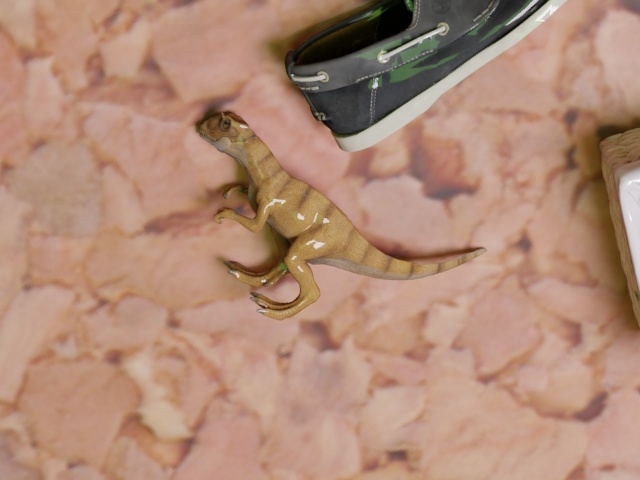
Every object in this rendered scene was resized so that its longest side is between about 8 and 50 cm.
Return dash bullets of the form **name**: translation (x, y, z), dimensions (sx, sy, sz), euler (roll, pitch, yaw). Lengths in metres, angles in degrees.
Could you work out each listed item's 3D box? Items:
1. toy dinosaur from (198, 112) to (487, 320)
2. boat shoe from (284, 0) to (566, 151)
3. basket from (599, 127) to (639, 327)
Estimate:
- **toy dinosaur**: translation (0.000, 0.000, 1.269), dimensions (0.211, 0.064, 0.112), euler (35, 102, -16)
- **boat shoe**: translation (0.085, -0.151, 1.213), dimensions (0.233, 0.084, 0.079), euler (-35, 110, 10)
- **basket**: translation (0.254, 0.003, 1.274), dimensions (0.113, 0.103, 0.167), euler (-16, 110, 0)
